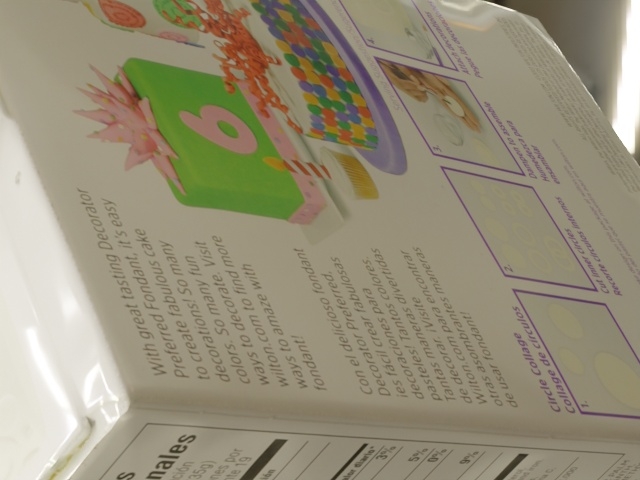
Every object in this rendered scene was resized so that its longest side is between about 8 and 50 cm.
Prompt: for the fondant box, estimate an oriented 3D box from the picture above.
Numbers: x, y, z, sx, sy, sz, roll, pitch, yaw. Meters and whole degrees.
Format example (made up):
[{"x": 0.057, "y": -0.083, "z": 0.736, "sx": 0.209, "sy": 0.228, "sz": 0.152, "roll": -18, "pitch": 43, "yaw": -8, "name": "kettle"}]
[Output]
[{"x": 0.000, "y": 0.000, "z": 0.626, "sx": 0.330, "sy": 0.096, "sz": 0.238, "roll": 11, "pitch": -139, "yaw": -44, "name": "fondant box"}]
